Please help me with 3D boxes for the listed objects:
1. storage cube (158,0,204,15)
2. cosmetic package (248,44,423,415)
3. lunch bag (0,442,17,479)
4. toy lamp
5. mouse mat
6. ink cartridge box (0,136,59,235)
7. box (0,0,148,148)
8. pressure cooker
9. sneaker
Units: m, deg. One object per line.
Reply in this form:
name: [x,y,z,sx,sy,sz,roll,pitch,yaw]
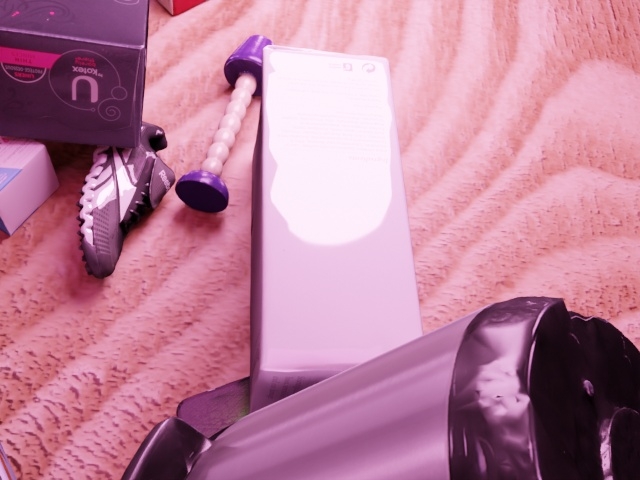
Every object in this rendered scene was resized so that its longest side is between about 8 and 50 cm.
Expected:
storage cube: [-0.209,-0.502,0.996,0.193,0.183,0.215,-38,74,-24]
cosmetic package: [0.000,0.000,0.731,0.156,0.217,0.385,3,57,-7]
lunch bag: [-0.430,0.281,0.498,0.385,0.239,0.328,-25,70,-28]
toy lamp: [-0.117,-0.169,0.886,0.080,0.080,0.274,14,60,-1]
mouse mat: [-0.050,0.218,0.724,0.190,0.007,0.152,-17,65,-19]
ink cartridge box: [-0.411,-0.093,0.788,0.143,0.090,0.092,29,61,7]
box: [-0.301,-0.255,0.815,0.165,0.143,0.270,3,43,-16]
pressure cooker: [0.067,0.276,0.474,0.375,0.420,0.370,8,58,-51]
sneaker: [-0.235,-0.062,0.807,0.106,0.078,0.234,1,59,-6]
